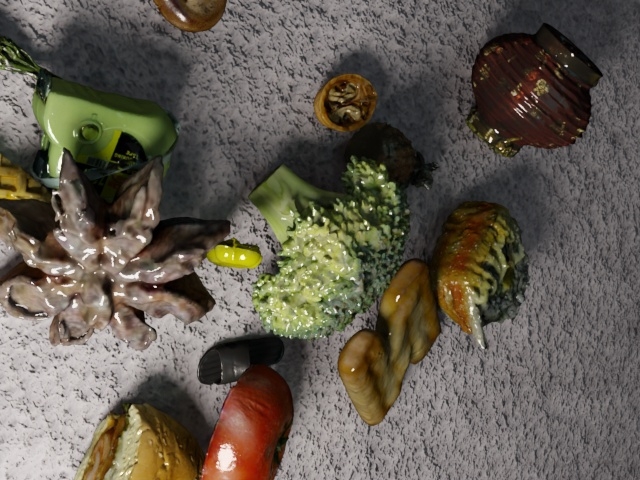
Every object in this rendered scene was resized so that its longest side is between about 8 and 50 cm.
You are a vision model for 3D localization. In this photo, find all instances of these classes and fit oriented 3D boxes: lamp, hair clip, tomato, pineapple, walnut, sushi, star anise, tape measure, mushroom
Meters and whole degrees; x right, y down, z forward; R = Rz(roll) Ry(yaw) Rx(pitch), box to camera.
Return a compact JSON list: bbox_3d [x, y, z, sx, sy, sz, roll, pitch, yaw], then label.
[{"bbox_3d":[0.375,-0.262,1.469,0.247,0.247,0.247,-6,100,-34],"label":"lamp"},{"bbox_3d":[-0.143,0.013,1.166,0.072,0.173,0.046,15,88,-38],"label":"hair clip"},{"bbox_3d":[-0.096,0.298,1.235,0.225,0.085,0.225,14,90,-76],"label":"tomato"},{"bbox_3d":[0.130,-0.131,1.393,0.197,0.108,0.108,19,86,-49],"label":"pineapple"},{"bbox_3d":[0.033,-0.223,1.330,0.121,0.052,0.091,-18,106,-34],"label":"walnut"},{"bbox_3d":[0.281,0.058,1.479,0.274,0.139,0.184,-57,131,-28],"label":"sushi"},{"bbox_3d":[-0.273,0.031,1.048,0.331,0.117,0.332,-5,130,-6],"label":"star anise"},{"bbox_3d":[-0.287,-0.122,1.083,0.200,0.106,0.175,6,113,-38],"label":"tape measure"},{"bbox_3d":[-0.186,-0.351,1.138,0.126,0.085,0.109,71,25,-18],"label":"mushroom"}]

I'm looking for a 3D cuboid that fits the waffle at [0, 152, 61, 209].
[{"bbox_3d":[-0.379,-0.081,1.078,0.191,0.032,0.125,2,93,-38],"label":"waffle"}]

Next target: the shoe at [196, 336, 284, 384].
[{"bbox_3d":[-0.116,0.190,1.289,0.159,0.053,0.062,-11,107,-36],"label":"shoe"}]

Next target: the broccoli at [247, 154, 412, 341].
[{"bbox_3d":[0.017,0.007,1.242,0.288,0.235,0.260,-49,123,-35],"label":"broccoli"}]

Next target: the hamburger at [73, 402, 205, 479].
[{"bbox_3d":[-0.226,0.334,1.183,0.207,0.135,0.155,34,79,-37],"label":"hamburger"}]

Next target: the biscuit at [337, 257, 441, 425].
[{"bbox_3d":[0.119,0.177,1.377,0.237,0.062,0.291,-55,155,-16],"label":"biscuit"}]

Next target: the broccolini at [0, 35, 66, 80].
[{"bbox_3d":[-0.358,-0.217,1.063,0.239,0.054,0.051,25,123,-37],"label":"broccolini"}]
